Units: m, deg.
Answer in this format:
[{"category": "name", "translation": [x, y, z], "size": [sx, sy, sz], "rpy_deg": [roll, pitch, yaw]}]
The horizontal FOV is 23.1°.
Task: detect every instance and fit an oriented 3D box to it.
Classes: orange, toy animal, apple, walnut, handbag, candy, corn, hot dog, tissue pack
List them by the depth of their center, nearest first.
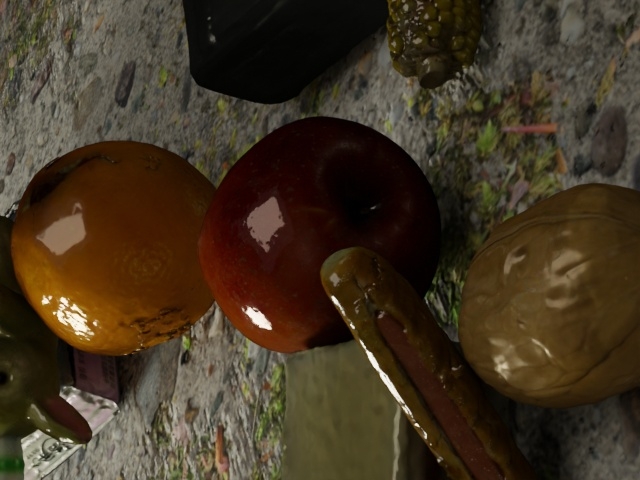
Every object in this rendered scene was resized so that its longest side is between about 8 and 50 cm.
[{"category": "walnut", "translation": [0.197, 0.042, 1.186], "size": [0.197, 0.165, 0.165], "rpy_deg": [-28, 53, 41]}, {"category": "hot dog", "translation": [0.097, 0.124, 1.231], "size": [0.061, 0.286, 0.088], "rpy_deg": [-33, 13, 6]}, {"category": "candy", "translation": [0.060, 0.242, 1.323], "size": [0.179, 0.135, 0.320], "rpy_deg": [-23, 58, 50]}, {"category": "apple", "translation": [0.000, 0.000, 1.453], "size": [0.201, 0.218, 0.218], "rpy_deg": [-24, 56, 56]}, {"category": "corn", "translation": [0.106, -0.289, 1.545], "size": [0.097, 0.097, 0.320], "rpy_deg": [-35, 47, 44]}, {"category": "handbag", "translation": [-0.034, -0.279, 1.674], "size": [0.254, 0.181, 0.181], "rpy_deg": [-36, 54, 42]}, {"category": "orange", "translation": [-0.224, 0.003, 1.759], "size": [0.246, 0.246, 0.246], "rpy_deg": [-31, 51, 47]}, {"category": "toy animal", "translation": [-0.380, 0.138, 1.804], "size": [0.181, 0.180, 0.363], "rpy_deg": [-35, 48, 25]}, {"category": "tissue pack", "translation": [-0.372, 0.125, 2.044], "size": [0.259, 0.122, 0.361], "rpy_deg": [-41, 41, 32]}]
